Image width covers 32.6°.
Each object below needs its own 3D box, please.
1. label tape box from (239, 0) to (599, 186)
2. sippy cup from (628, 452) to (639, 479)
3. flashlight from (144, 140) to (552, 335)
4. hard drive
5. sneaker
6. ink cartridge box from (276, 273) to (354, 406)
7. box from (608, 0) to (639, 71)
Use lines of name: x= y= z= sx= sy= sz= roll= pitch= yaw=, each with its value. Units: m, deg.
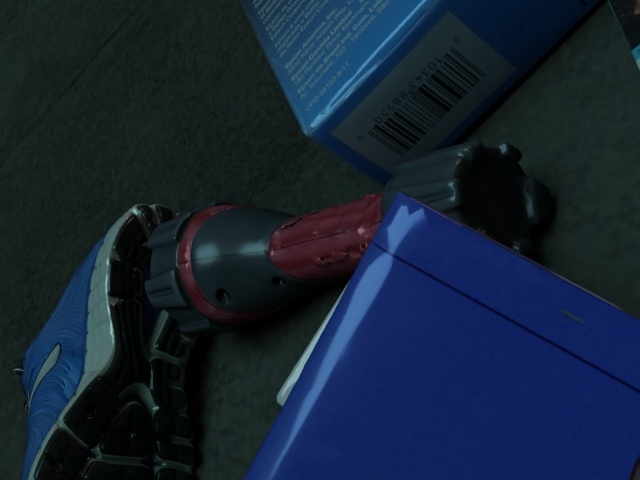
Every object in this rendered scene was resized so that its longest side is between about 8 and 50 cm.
label tape box: x=0.056 y=-0.240 z=0.838 sx=0.249 sy=0.115 sz=0.347 roll=-45 pitch=39 yaw=19
sippy cup: x=0.207 y=0.093 z=0.363 sx=0.224 sy=0.305 sz=0.240 roll=98 pitch=165 yaw=-54
flashlight: x=0.000 y=0.000 z=0.758 sx=0.304 sy=0.103 sz=0.103 roll=-15 pitch=35 yaw=47
hard drive: x=0.057 y=0.164 z=0.554 sx=0.210 sy=0.040 sz=0.318 roll=29 pitch=96 yaw=14
sneaker: x=-0.177 y=0.138 z=0.885 sx=0.147 sy=0.130 sz=0.330 roll=-27 pitch=44 yaw=50
ink cartridge box: x=0.049 y=0.132 z=0.607 sx=0.171 sy=0.056 sz=0.235 roll=34 pitch=94 yaw=14
box: x=0.234 y=-0.106 z=0.604 sx=0.100 sy=0.060 sz=0.244 roll=-36 pitch=46 yaw=29
